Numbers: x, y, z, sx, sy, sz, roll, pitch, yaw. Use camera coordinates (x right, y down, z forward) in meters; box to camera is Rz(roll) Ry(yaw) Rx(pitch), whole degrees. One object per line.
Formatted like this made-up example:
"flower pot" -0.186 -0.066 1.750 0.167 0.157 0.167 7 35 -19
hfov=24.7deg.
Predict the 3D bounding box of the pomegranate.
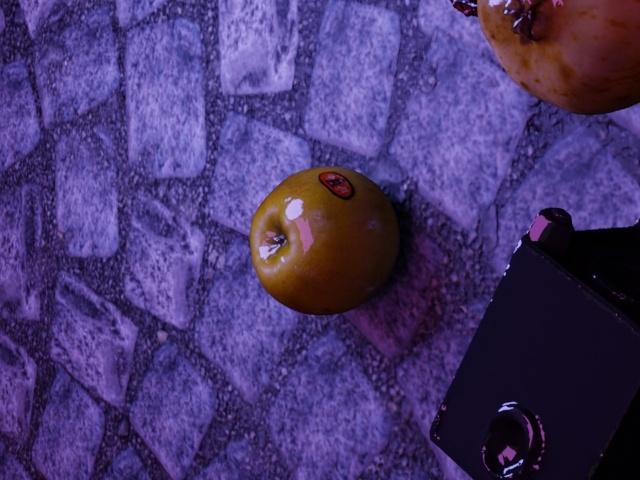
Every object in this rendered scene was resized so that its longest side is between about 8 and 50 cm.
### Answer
"pomegranate" 0.257 -0.229 1.328 0.248 0.248 0.248 3 94 46

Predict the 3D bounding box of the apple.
"apple" 0.000 0.000 1.662 0.182 0.155 0.182 6 99 45

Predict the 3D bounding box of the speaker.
"speaker" 0.264 0.115 1.337 0.184 0.232 0.254 40 120 36

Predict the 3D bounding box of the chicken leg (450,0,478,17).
"chicken leg" 0.174 -0.275 1.545 0.205 0.053 0.093 22 85 36
